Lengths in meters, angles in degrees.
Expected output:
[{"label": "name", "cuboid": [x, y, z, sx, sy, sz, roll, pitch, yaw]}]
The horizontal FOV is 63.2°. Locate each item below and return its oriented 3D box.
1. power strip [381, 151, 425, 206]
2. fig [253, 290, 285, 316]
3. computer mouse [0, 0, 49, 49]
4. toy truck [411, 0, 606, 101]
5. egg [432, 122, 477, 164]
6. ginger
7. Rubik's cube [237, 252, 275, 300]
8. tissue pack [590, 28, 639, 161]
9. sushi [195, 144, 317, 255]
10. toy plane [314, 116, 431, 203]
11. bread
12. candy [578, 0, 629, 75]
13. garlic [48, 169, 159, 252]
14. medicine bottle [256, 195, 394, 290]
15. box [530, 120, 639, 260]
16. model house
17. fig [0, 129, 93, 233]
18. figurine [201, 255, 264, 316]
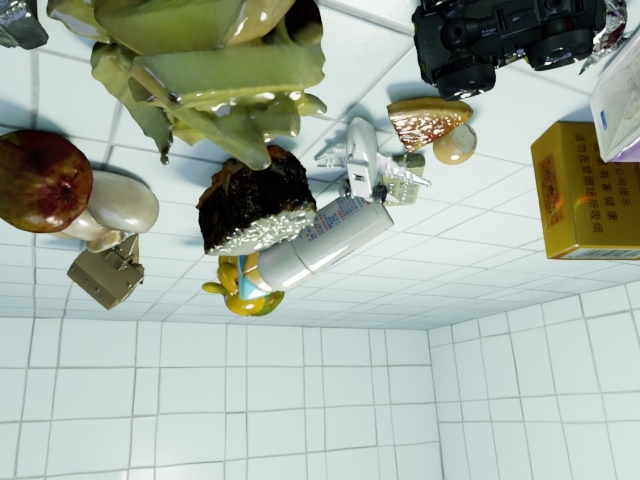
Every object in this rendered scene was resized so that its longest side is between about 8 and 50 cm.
[{"label": "power strip", "cuboid": [0.185, -0.140, 1.191, 0.092, 0.034, 0.268, -3, 162, 3]}, {"label": "fig", "cuboid": [-0.255, 0.166, 1.897, 0.245, 0.195, 0.195, 29, 172, 20]}, {"label": "computer mouse", "cuboid": [-0.392, -0.284, 0.620, 0.106, 0.062, 0.192, 2, 160, -13]}, {"label": "toy truck", "cuboid": [0.232, -0.270, 0.670, 0.224, 0.147, 0.165, -12, -176, 18]}, {"label": "egg", "cuboid": [0.254, -0.184, 0.999, 0.080, 0.080, 0.096, 4, 170, -21]}, {"label": "ginger", "cuboid": [-0.166, -0.193, 0.710, 0.358, 0.211, 0.413, 0, 162, -2]}, {"label": "Rubik's cube", "cuboid": [-0.118, 0.019, 1.438, 0.254, 0.254, 0.254, -3, 162, -1]}, {"label": "tissue pack", "cuboid": [0.626, -0.233, 0.771, 0.338, 0.160, 0.242, -3, 163, -3]}, {"label": "sushi", "cuboid": [-0.145, -0.073, 1.133, 0.196, 0.182, 0.343, 4, 162, -34]}, {"label": "toy plane", "cuboid": [0.089, -0.144, 1.029, 0.251, 0.101, 0.255, 13, 158, 20]}, {"label": "bread", "cuboid": [0.168, -0.217, 0.922, 0.136, 0.054, 0.154, 8, 153, -35]}, {"label": "candy", "cuboid": [0.393, -0.300, 0.705, 0.094, 0.051, 0.226, -14, 162, 14]}, {"label": "garlic", "cuboid": [-0.510, -0.066, 1.178, 0.279, 0.132, 0.325, -10, 167, -4]}, {"label": "medicine bottle", "cuboid": [0.000, 0.000, 1.243, 0.341, 0.130, 0.130, -33, 155, 10]}, {"label": "box", "cuboid": [0.654, -0.094, 1.043, 0.415, 0.264, 0.116, 2, 161, -7]}, {"label": "model house", "cuboid": [-0.586, 0.051, 1.543, 0.248, 0.181, 0.176, -44, -176, 27]}, {"label": "fig", "cuboid": [-0.570, -0.124, 0.940, 0.290, 0.190, 0.190, 17, 159, -6]}, {"label": "figurine", "cuboid": [-0.240, 0.101, 1.558, 0.215, 0.228, 0.215, 20, 171, 3]}]
